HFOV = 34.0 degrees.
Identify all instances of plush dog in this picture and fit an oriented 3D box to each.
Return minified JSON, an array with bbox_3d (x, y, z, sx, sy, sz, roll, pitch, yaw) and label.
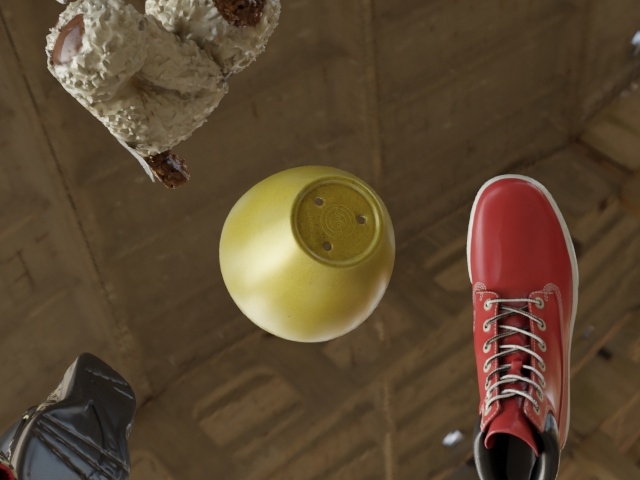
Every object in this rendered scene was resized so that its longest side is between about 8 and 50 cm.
[{"bbox_3d":[-0.134,-0.196,1.060,0.225,0.262,0.211,-41,-70,0],"label":"plush dog"}]

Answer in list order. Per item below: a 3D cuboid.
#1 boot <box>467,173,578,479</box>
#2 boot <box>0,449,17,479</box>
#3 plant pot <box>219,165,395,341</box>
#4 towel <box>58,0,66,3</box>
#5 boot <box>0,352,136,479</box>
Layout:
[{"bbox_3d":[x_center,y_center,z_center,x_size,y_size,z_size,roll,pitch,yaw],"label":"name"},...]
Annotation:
[{"bbox_3d":[0.152,0.073,0.804,0.176,0.088,0.244,-19,-76,-73],"label":"boot"},{"bbox_3d":[-0.406,0.186,0.958,0.236,0.178,0.085,0,-68,-32],"label":"boot"},{"bbox_3d":[0.000,0.000,0.760,0.134,0.134,0.095,-36,-4,-20],"label":"plant pot"},{"bbox_3d":[-0.415,-0.354,1.051,0.317,0.331,0.053,159,134,-86],"label":"towel"},{"bbox_3d":[-0.376,0.316,1.301,0.284,0.377,0.138,-44,-74,11],"label":"boot"}]
